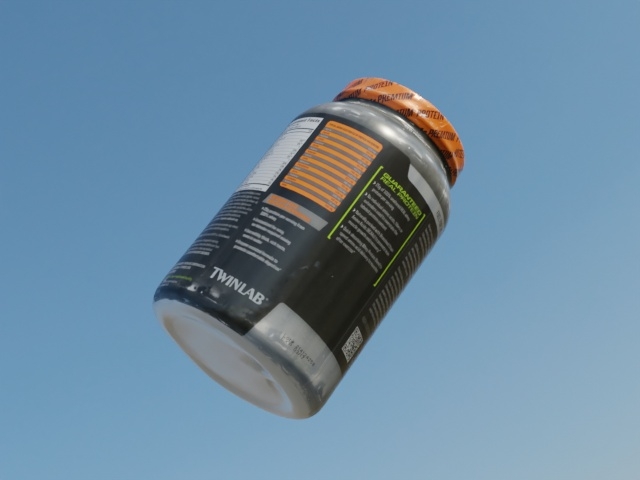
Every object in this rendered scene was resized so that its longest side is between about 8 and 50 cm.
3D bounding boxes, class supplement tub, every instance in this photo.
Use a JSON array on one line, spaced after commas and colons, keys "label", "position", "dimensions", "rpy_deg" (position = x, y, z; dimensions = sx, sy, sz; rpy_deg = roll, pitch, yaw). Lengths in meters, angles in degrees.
[{"label": "supplement tub", "position": [0.000, 0.000, 0.617], "dimensions": [0.190, 0.117, 0.117], "rpy_deg": [-52, -14, -23]}]
